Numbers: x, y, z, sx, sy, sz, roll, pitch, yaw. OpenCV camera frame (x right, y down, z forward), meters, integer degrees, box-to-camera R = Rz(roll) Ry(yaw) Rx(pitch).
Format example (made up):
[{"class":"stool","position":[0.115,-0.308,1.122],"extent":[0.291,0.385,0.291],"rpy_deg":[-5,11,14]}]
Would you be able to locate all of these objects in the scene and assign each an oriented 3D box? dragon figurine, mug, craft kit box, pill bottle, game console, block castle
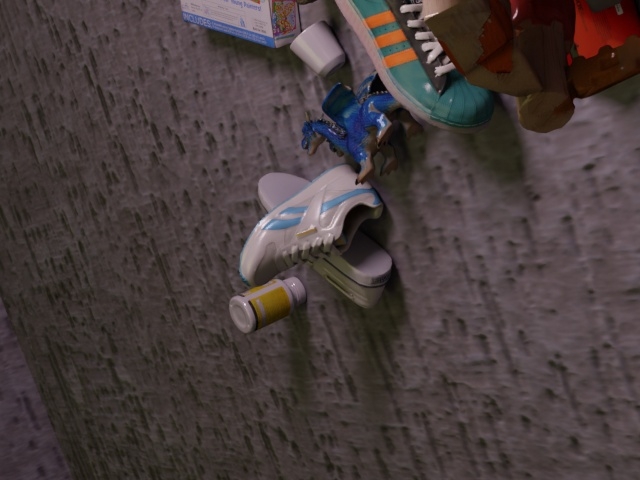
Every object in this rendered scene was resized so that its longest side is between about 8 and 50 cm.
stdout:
[{"class":"dragon figurine","position":[0.058,-0.175,1.935],"extent":[0.144,0.085,0.289],"rpy_deg":[54,147,20]},{"class":"mug","position":[0.004,-0.262,2.001],"extent":[0.062,0.078,0.064],"rpy_deg":[-42,82,24]},{"class":"craft kit box","position":[-0.133,-0.422,2.095],"extent":[0.250,0.061,0.246],"rpy_deg":[25,133,48]},{"class":"pill bottle","position":[-0.082,0.100,2.305],"extent":[0.065,0.116,0.065],"rpy_deg":[36,138,41]},{"class":"game console","position":[0.293,-0.257,1.591],"extent":[0.124,0.085,0.144],"rpy_deg":[-17,97,28]},{"class":"block castle","position":[0.205,-0.332,1.251],"extent":[0.453,0.303,0.212],"rpy_deg":[49,-151,-40]}]

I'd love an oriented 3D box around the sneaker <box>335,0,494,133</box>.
[{"class":"sneaker","position":[0.116,-0.266,1.765],"extent":[0.302,0.108,0.121],"rpy_deg":[54,151,22]}]

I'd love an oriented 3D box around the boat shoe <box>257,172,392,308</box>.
[{"class":"boat shoe","position":[0.000,0.000,2.144],"extent":[0.267,0.096,0.088],"rpy_deg":[38,135,26]}]

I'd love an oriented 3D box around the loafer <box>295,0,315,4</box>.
[{"class":"loafer","position":[-0.015,-0.391,1.941],"extent":[0.056,0.050,0.148],"rpy_deg":[11,104,50]}]

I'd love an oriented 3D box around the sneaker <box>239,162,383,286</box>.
[{"class":"sneaker","position":[-0.017,-0.010,2.034],"extent":[0.092,0.229,0.087],"rpy_deg":[45,172,29]}]
